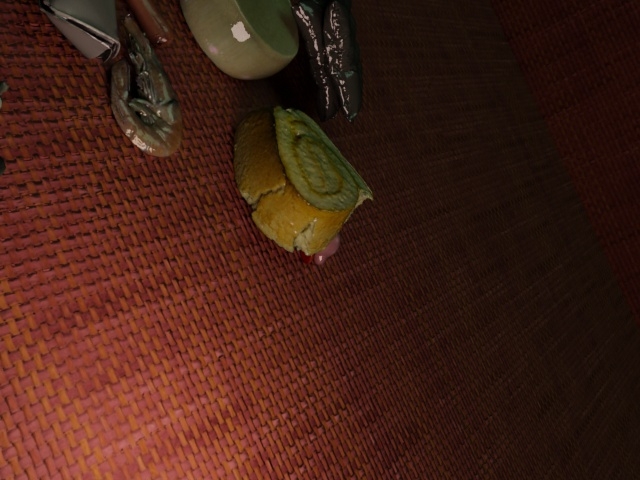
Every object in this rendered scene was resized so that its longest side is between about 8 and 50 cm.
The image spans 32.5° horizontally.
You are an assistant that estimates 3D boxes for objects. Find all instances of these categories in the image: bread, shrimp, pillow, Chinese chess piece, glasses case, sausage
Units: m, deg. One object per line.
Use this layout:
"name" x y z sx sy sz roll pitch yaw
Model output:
"bread" -0.038 -0.105 1.780 0.186 0.124 0.257 1 52 -47
"shrimp" -0.264 -0.225 1.592 0.126 0.047 0.223 -8 76 -52
"pillow" 0.022 -0.372 2.065 0.326 0.101 0.228 -80 161 -66
"Chinese chess piece" -0.139 -0.398 1.896 0.250 0.101 0.250 43 34 -40
"glasses case" -0.348 -0.389 1.535 0.128 0.083 0.308 26 45 -43
"sausage" -0.279 -0.378 1.685 0.040 0.047 0.176 -40 106 -51

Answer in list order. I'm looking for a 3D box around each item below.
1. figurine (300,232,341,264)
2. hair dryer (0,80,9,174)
"figurine" 0.000 0.000 1.853 0.071 0.067 0.083 0 83 -40
"hair dryer" -0.394 -0.140 1.278 0.100 0.057 0.197 54 23 -25
